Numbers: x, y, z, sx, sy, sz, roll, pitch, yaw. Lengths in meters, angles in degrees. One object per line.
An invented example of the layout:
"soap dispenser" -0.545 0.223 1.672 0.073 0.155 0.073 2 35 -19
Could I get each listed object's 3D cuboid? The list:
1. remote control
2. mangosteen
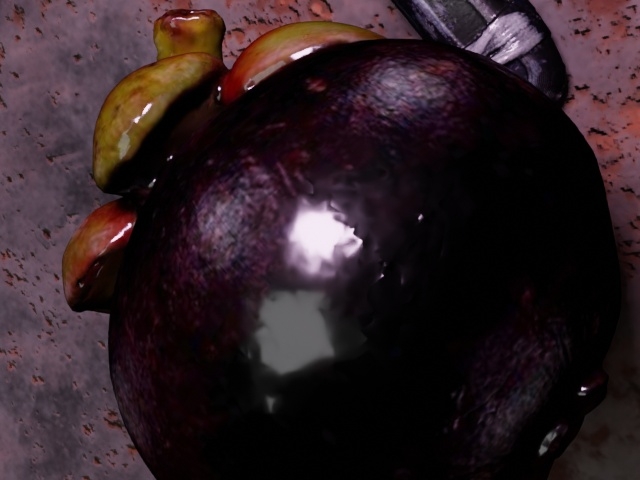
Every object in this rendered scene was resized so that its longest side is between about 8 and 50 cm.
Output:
"remote control" 0.083 -0.198 1.163 0.090 0.066 0.266 -41 82 38
"mangosteen" -0.004 0.018 1.103 0.435 0.382 0.382 35 121 15
